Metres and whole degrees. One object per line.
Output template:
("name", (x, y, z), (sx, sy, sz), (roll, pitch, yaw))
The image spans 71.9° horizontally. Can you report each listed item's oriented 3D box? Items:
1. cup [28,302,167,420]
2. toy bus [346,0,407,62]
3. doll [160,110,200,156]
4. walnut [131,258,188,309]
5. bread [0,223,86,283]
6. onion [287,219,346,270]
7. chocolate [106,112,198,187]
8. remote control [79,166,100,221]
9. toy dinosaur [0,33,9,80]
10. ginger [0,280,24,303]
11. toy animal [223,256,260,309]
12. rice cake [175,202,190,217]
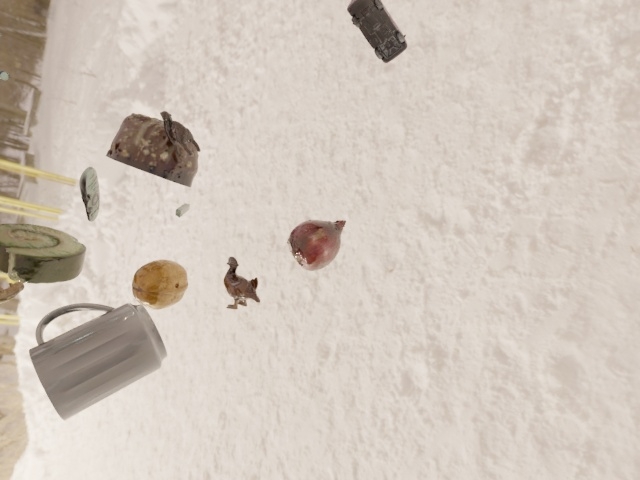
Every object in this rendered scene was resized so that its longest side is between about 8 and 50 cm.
("cup", (-0.691, 0.324, 1.366), (0.323, 0.326, 0.237), (54, 149, 14))
("toy bus", (0.167, -0.629, 1.288), (0.096, 0.199, 0.108), (-30, 31, 27))
("doll", (-0.494, -0.370, 1.520), (0.057, 0.165, 0.139), (-40, 29, -26))
("walnut", (-0.618, 0.172, 1.715), (0.192, 0.225, 0.194), (-2, 86, 26))
("bread", (-1.153, 0.054, 1.773), (0.382, 0.365, 0.129), (-131, 57, -65))
("onion", (0.000, 0.000, 1.324), (0.194, 0.160, 0.159), (-33, 40, -13))
("chocolate", (-0.624, -0.357, 1.686), (0.225, 0.339, 0.210), (-158, 88, -84))
("remote control", (-0.868, -0.171, 1.660), (0.098, 0.045, 0.256), (-80, 7, -47))
("toy dinosaur", (-0.875, -0.433, 1.070), (0.329, 0.144, 0.076), (-57, -7, -43))
("ginger", (-0.978, 0.156, 1.309), (0.050, 0.173, 0.070), (7, 90, 21))
("toy animal", (-0.274, 0.153, 1.543), (0.188, 0.089, 0.179), (13, 106, 37))
("rice cake", (-0.579, -0.129, 1.853), (0.171, 0.028, 0.033), (-110, 36, -75))
